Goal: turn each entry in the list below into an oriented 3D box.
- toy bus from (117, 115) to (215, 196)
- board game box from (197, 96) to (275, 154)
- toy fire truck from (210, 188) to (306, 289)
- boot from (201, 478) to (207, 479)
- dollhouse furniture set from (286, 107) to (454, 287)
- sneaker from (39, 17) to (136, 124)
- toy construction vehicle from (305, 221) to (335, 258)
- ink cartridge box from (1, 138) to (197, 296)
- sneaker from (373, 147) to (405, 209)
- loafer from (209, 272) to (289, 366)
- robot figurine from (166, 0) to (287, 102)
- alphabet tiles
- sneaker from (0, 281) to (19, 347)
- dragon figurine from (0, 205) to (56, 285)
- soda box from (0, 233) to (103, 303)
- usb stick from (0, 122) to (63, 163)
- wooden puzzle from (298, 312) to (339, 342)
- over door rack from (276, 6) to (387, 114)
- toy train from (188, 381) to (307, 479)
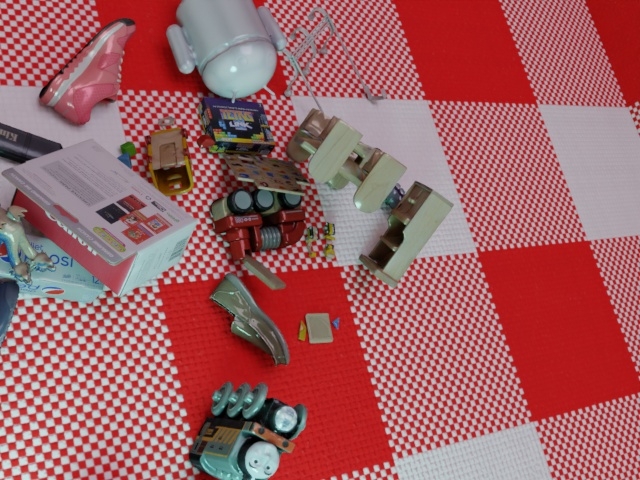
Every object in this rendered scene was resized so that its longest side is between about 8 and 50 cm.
[{"bbox_3d":[-0.349,-0.186,2.000,0.202,0.191,0.104,-43,138,-38],"label":"toy bus"},{"bbox_3d":[-0.211,-0.288,2.163,0.170,0.048,0.141,0,60,-34],"label":"board game box"},{"bbox_3d":[-0.126,-0.001,2.046,0.217,0.158,0.246,-7,84,-36],"label":"toy fire truck"},{"bbox_3d":[-0.241,0.619,1.705,0.178,0.085,0.236,46,50,-10],"label":"boot"},{"bbox_3d":[0.084,-0.108,2.127,0.394,0.362,0.256,34,94,-16],"label":"dollhouse furniture set"},{"bbox_3d":[-0.516,-0.390,2.004,0.136,0.116,0.314,45,58,-20],"label":"sneaker"},{"bbox_3d":[0.000,0.000,2.193,0.086,0.035,0.098,11,65,-41],"label":"toy construction vehicle"},{"bbox_3d":[-0.461,-0.043,1.743,0.309,0.130,0.272,37,32,12],"label":"ink cartridge box"},{"bbox_3d":[0.163,-0.139,2.350,0.098,0.083,0.223,-26,81,-15],"label":"sneaker"},{"bbox_3d":[-0.164,0.194,1.967,0.087,0.094,0.251,-36,80,-15],"label":"loafer"},{"bbox_3d":[-0.235,-0.509,2.164,0.300,0.200,0.353,-20,78,-20],"label":"robot figurine"},{"bbox_3d":[-0.126,-0.164,2.088,0.198,0.009,0.237,8,22,-24],"label":"alphabet tiles"},{"bbox_3d":[-0.673,0.199,1.603,0.131,0.112,0.319,28,55,-19],"label":"sneaker"},{"bbox_3d":[-0.629,-0.033,1.641,0.289,0.144,0.085,36,51,12],"label":"dragon figurine"},{"bbox_3d":[-0.588,0.050,1.742,0.286,0.091,0.098,12,62,-28],"label":"soda box"},{"bbox_3d":[-0.690,-0.219,1.831,0.278,0.045,0.077,19,60,-24],"label":"usb stick"},{"bbox_3d":[-0.005,0.215,2.098,0.116,0.014,0.078,9,68,-30],"label":"wooden puzzle"},{"bbox_3d":[0.015,-0.448,2.376,0.324,0.108,0.239,51,51,-21],"label":"over door rack"},{"bbox_3d":[-0.151,0.394,1.729,0.142,0.334,0.190,32,69,-20],"label":"toy train"}]
